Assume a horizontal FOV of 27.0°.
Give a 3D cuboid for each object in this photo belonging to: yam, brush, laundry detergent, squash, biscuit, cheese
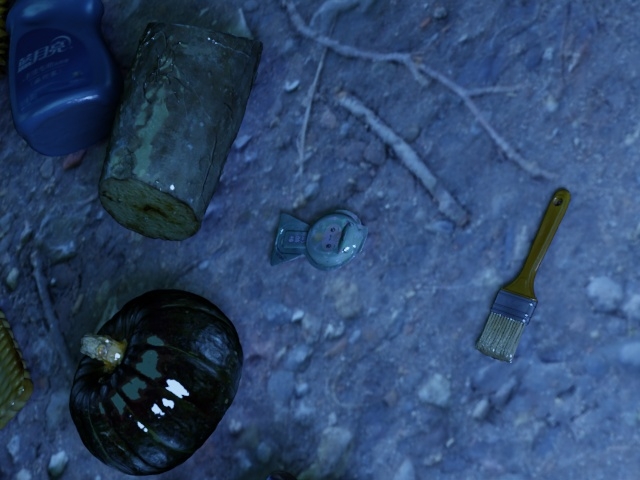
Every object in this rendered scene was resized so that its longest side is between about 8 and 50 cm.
[{"bbox_3d":[-0.159,-0.139,1.491,0.154,0.154,0.254,6,71,40],"label":"yam"},{"bbox_3d":[0.191,0.030,1.219,0.043,0.014,0.170,19,80,43],"label":"brush"},{"bbox_3d":[-0.338,-0.248,1.711,0.143,0.094,0.290,-27,55,10],"label":"laundry detergent"},{"bbox_3d":[-0.168,0.142,1.360,0.193,0.156,0.193,-16,40,14],"label":"squash"},{"bbox_3d":[-0.454,0.204,1.640,0.254,0.029,0.172,-46,49,14],"label":"biscuit"},{"bbox_3d":[0.000,0.000,1.374,0.120,0.026,0.067,0,69,39],"label":"cheese"}]

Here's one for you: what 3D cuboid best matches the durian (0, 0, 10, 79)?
[{"bbox_3d":[-0.584,-0.280,1.794,0.347,0.347,0.384,-13,93,34],"label":"durian"}]

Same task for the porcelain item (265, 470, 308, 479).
[{"bbox_3d":[-0.004,0.317,1.124,0.186,0.138,0.288,-66,25,6],"label":"porcelain item"}]
